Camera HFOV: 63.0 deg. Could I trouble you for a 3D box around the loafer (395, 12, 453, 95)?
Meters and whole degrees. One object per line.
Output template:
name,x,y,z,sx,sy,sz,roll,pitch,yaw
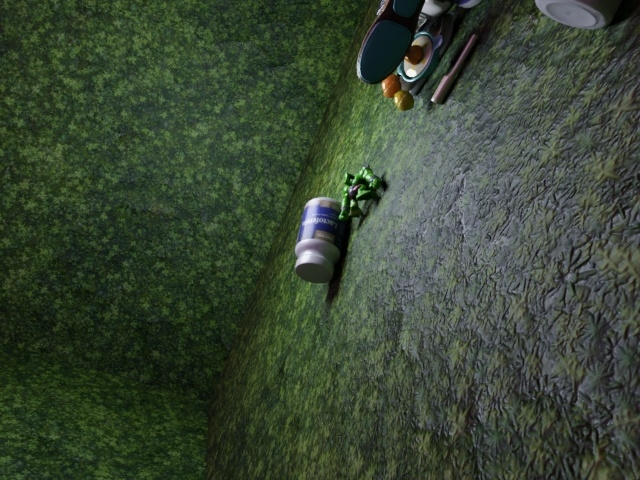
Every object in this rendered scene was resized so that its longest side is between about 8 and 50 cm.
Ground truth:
loafer,0.299,-0.547,1.526,0.094,0.087,0.251,-90,25,-56

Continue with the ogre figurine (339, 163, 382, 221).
ogre figurine,0.120,-0.156,1.633,0.197,0.096,0.118,110,161,-52

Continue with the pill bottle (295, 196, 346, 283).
pill bottle,0.000,0.000,1.739,0.153,0.153,0.265,129,157,-52

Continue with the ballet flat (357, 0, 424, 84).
ballet flat,0.202,-0.576,1.360,0.123,0.123,0.349,-93,25,-60

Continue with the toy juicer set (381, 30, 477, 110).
toy juicer set,0.256,-0.456,1.408,0.329,0.089,0.209,33,110,57

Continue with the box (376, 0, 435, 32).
box,0.344,-0.855,1.610,0.294,0.182,0.296,-32,37,67

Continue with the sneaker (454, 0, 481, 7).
sneaker,0.346,-0.714,1.271,0.323,0.236,0.130,179,111,-75

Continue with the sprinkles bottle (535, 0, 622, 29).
sprinkles bottle,0.458,-0.509,0.776,0.121,0.121,0.355,-118,51,-73

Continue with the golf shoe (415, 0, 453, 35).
golf shoe,0.288,-0.636,1.471,0.273,0.105,0.120,-111,45,-76
